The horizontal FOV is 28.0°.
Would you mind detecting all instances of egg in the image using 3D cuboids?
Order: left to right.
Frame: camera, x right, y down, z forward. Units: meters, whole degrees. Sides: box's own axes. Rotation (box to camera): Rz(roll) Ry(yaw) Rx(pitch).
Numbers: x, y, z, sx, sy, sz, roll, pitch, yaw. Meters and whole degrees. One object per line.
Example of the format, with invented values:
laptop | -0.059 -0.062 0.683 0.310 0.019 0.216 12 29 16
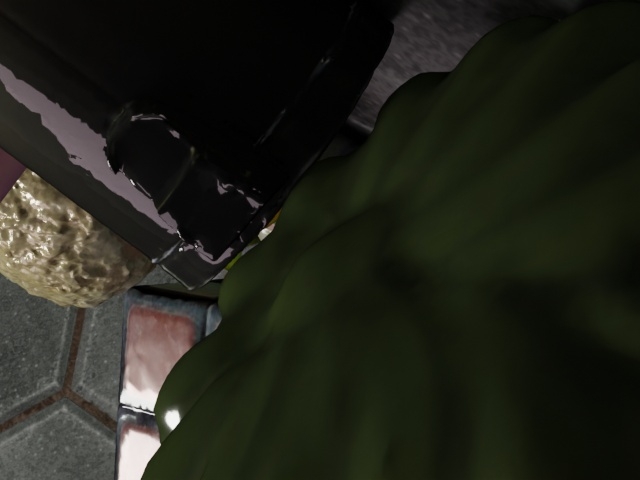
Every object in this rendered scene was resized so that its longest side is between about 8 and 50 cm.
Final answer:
egg | -0.296 -0.053 1.542 0.279 0.279 0.310 31 171 20

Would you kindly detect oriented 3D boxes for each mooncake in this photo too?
mooncake | 0.082 0.067 0.557 0.194 0.356 0.356 42 168 -28

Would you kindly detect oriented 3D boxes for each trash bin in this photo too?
trash bin | -0.134 -0.137 0.744 0.301 0.203 0.252 37 -154 -10

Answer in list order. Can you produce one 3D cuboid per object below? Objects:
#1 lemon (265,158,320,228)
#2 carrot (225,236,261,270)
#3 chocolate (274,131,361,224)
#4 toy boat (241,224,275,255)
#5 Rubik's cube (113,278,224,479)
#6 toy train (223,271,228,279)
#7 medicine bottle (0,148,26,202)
lemon | -0.096 -0.082 0.945 0.207 0.170 0.170 13 -178 -28
carrot | -0.065 0.024 1.716 0.074 0.074 0.358 41 167 -33
chocolate | -0.043 -0.073 1.078 0.291 0.110 0.110 34 171 17
toy boat | 0.021 0.020 1.313 0.276 0.111 0.293 24 158 18
Rubik's cube | 0.032 0.194 1.070 0.303 0.305 0.301 10 -174 38
toy train | 0.000 0.171 1.738 0.429 0.178 0.249 22 -172 -13
medicine bottle | -0.276 -0.132 0.972 0.178 0.291 0.178 33 170 6
